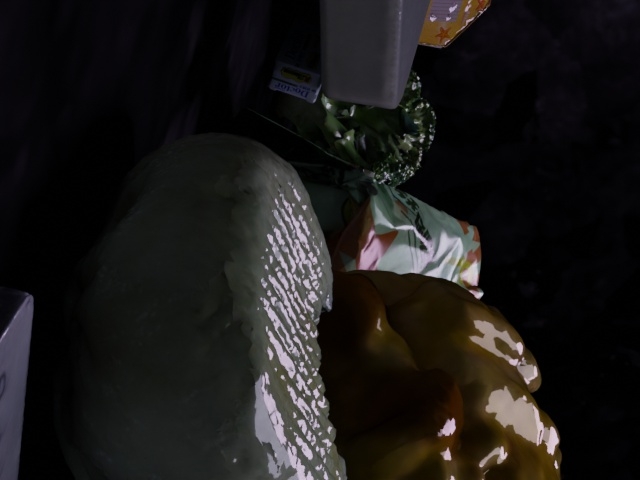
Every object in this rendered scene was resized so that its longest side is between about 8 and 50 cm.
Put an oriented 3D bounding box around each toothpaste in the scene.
[{"bbox_3d":[-0.005,-0.192,1.127,0.034,0.046,0.164,109,0,-45],"label":"toothpaste"}]

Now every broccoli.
[{"bbox_3d":[0.026,-0.106,1.229,0.156,0.195,0.195,18,88,-53],"label":"broccoli"}]

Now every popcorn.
[{"bbox_3d":[0.048,0.165,0.773,0.265,0.225,0.332,-124,-165,-60],"label":"popcorn"}]

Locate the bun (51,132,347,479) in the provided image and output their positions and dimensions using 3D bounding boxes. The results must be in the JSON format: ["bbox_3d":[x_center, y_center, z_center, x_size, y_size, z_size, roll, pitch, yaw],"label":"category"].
[{"bbox_3d":[-0.060,0.057,0.604,0.212,0.127,0.203,-80,158,-57],"label":"bun"}]

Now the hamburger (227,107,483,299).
[{"bbox_3d":[-0.002,-0.002,0.953,0.214,0.235,0.125,40,69,-53],"label":"hamburger"}]

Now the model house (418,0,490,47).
[{"bbox_3d":[0.101,-0.355,1.474,0.136,0.207,0.219,54,-39,44],"label":"model house"}]

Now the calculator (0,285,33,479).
[{"bbox_3d":[-0.150,0.155,0.463,0.161,0.021,0.261,-70,175,-50],"label":"calculator"}]

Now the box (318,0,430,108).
[{"bbox_3d":[0.070,-0.345,1.002,0.373,0.091,0.367,88,16,-57],"label":"box"}]
